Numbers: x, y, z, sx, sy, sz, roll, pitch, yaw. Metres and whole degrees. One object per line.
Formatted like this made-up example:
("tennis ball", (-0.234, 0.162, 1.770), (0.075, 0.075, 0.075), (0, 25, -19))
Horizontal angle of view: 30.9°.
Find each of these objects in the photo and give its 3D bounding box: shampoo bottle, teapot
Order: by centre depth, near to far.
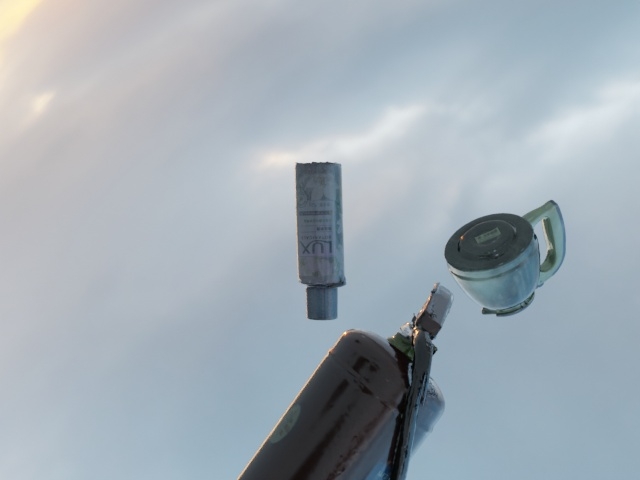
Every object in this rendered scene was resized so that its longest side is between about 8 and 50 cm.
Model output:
("teapot", (0.222, 0.025, 1.394), (0.111, 0.108, 0.149), (4, -139, 36))
("shampoo bottle", (0.000, 0.000, 1.567), (0.072, 0.072, 0.214), (1, -86, 60))

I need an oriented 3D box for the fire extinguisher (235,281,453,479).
("fire extinguisher", (-0.002, 0.176, 0.855), (0.341, 0.105, 0.141), (-54, -173, 2))
